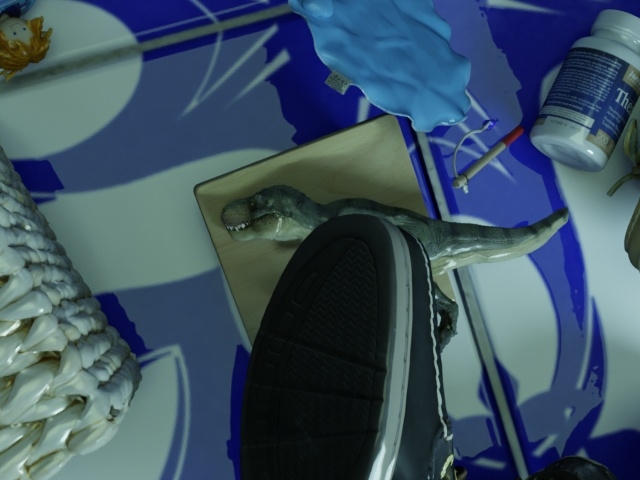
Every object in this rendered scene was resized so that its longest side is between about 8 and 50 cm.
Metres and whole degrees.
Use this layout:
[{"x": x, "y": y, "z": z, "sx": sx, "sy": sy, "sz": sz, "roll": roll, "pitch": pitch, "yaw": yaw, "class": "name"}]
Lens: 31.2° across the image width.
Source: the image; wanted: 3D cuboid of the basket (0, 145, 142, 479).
[{"x": -0.308, "y": 0.077, "z": 0.722, "sx": 0.328, "sy": 0.331, "sz": 0.266, "roll": -34, "pitch": 92, "yaw": -7, "class": "basket"}]

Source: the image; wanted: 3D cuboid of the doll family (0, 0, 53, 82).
[{"x": -0.289, "y": -0.191, "z": 0.866, "sx": 0.263, "sy": 0.118, "sz": 0.163, "roll": -31, "pitch": 83, "yaw": -25, "class": "doll family"}]

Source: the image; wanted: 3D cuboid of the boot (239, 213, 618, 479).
[{"x": 0.095, "y": 0.178, "z": 0.789, "sx": 0.284, "sy": 0.138, "sz": 0.377, "roll": 4, "pitch": 85, "yaw": -39, "class": "boot"}]

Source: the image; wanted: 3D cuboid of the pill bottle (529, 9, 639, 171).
[{"x": 0.222, "y": -0.121, "z": 0.921, "sx": 0.067, "sy": 0.067, "sz": 0.120, "roll": 27, "pitch": 84, "yaw": -3, "class": "pill bottle"}]

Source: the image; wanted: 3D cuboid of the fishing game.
[{"x": 0.043, "y": -0.153, "z": 0.877, "sx": 0.264, "sy": 0.189, "sz": 0.041, "roll": 50, "pitch": 126, "yaw": 0, "class": "fishing game"}]

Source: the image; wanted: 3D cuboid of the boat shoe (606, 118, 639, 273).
[{"x": 0.303, "y": -0.099, "z": 0.921, "sx": 0.089, "sy": 0.104, "sz": 0.285, "roll": 22, "pitch": 76, "yaw": 28, "class": "boat shoe"}]

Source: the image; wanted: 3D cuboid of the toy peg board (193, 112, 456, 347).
[{"x": 0.000, "y": 0.000, "z": 0.895, "sx": 0.161, "sy": 0.079, "sz": 0.160, "roll": -21, "pitch": 104, "yaw": -7, "class": "toy peg board"}]

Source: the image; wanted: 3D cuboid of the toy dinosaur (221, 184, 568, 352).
[{"x": 0.061, "y": 0.025, "z": 0.842, "sx": 0.268, "sy": 0.064, "sz": 0.118, "roll": 4, "pitch": 92, "yaw": -16, "class": "toy dinosaur"}]
